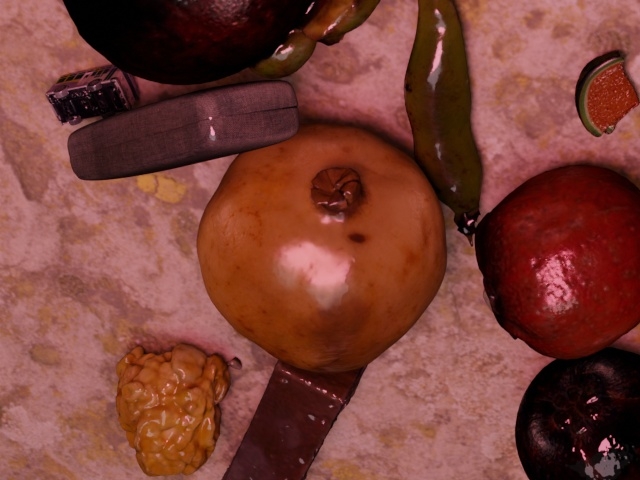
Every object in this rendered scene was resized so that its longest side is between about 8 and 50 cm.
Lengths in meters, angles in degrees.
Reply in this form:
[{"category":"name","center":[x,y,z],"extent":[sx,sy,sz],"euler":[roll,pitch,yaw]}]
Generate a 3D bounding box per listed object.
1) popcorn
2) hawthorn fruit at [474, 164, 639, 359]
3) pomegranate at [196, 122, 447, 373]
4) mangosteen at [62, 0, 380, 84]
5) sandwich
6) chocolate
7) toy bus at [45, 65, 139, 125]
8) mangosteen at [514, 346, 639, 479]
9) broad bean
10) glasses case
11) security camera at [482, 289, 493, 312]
[{"category":"popcorn","center":[-0.209,0.228,1.968],"extent":[0.163,0.140,0.194],"euler":[18,125,-7]},{"category":"hawthorn fruit","center":[0.303,0.017,1.664],"extent":[0.249,0.215,0.215],"euler":[-26,118,-1]},{"category":"pomegranate","center":[0.002,0.013,1.693],"extent":[0.307,0.307,0.307],"euler":[6,126,8]},{"category":"mangosteen","center":[-0.114,-0.298,1.474],"extent":[0.330,0.330,0.330],"euler":[6,126,8]},{"category":"sandwich","center":[0.321,-0.163,1.643],"extent":[0.069,0.026,0.101],"euler":[-17,122,18]},{"category":"chocolate","center":[-0.047,0.261,1.981],"extent":[0.112,0.112,0.321],"euler":[29,127,3]},{"category":"toy bus","center":[-0.270,-0.176,1.744],"extent":[0.102,0.058,0.052],"euler":[-8,123,24]},{"category":"mangosteen","center":[0.350,0.243,1.818],"extent":[0.216,0.216,0.216],"euler":[6,126,8]},{"category":"broad bean","center":[0.139,-0.139,1.676],"extent":[0.077,0.061,0.339],"euler":[-7,124,8]},{"category":"glasses case","center":[-0.159,-0.121,1.640],"extent":[0.323,0.131,0.074],"euler":[-8,95,52]},{"category":"security camera","center":[0.247,0.063,1.809],"extent":[0.092,0.058,0.058],"euler":[-14,121,35]}]
